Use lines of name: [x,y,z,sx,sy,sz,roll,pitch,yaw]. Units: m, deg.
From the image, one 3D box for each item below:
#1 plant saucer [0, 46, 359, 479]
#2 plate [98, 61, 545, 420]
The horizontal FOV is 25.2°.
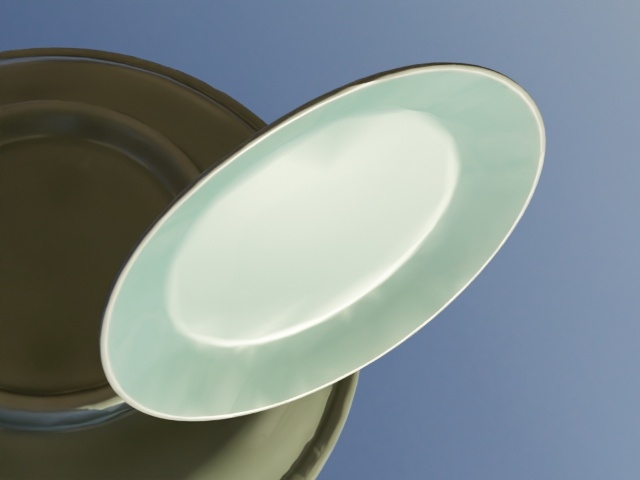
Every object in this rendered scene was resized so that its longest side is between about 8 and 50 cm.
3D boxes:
plant saucer: [-0.166,0.026,0.888,0.400,0.100,0.400,3,-118,-6]
plate: [0.000,0.000,0.535,0.188,0.188,0.024,7,-140,-48]
